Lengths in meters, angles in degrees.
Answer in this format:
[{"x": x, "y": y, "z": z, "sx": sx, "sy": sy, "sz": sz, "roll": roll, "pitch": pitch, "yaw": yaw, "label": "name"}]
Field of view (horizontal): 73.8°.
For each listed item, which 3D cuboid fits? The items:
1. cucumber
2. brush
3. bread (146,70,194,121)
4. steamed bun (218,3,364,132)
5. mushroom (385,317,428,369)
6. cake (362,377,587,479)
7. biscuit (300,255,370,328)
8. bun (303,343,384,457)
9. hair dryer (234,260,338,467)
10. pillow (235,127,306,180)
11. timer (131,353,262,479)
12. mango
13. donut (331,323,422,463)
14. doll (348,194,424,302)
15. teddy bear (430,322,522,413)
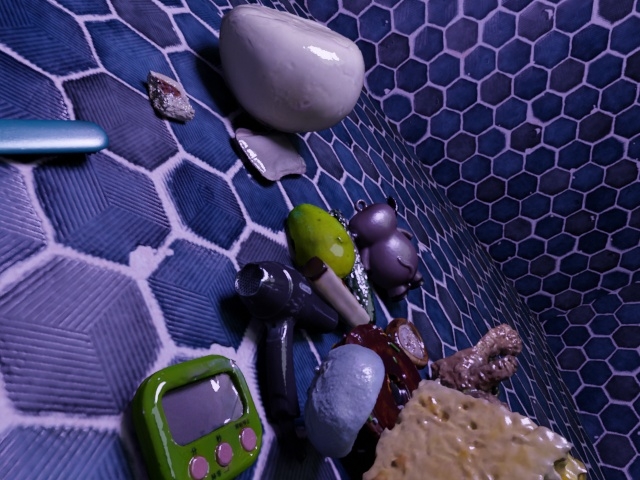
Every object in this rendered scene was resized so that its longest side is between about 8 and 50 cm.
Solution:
[{"x": 0.066, "y": 0.068, "z": 0.906, "sx": 0.067, "sy": 0.067, "sz": 0.294, "roll": 19, "pitch": 45, "yaw": -52, "label": "cucumber"}, {"x": -0.328, "y": -0.107, "z": 0.462, "sx": 0.193, "sy": 0.032, "sz": 0.043, "roll": -21, "pitch": 83, "yaw": -52, "label": "brush"}, {"x": -0.258, "y": -0.246, "z": 0.734, "sx": 0.070, "sy": 0.035, "sz": 0.083, "roll": 4, "pitch": 54, "yaw": -61, "label": "bread"}, {"x": -0.074, "y": -0.367, "z": 0.961, "sx": 0.333, "sy": 0.233, "sz": 0.312, "roll": 19, "pitch": 32, "yaw": -3, "label": "steamed bun"}, {"x": 0.191, "y": 0.232, "z": 0.949, "sx": 0.123, "sy": 0.052, "sz": 0.123, "roll": 35, "pitch": 31, "yaw": -24, "label": "mushroom"}, {"x": 0.209, "y": 0.365, "z": 0.539, "sx": 0.222, "sy": 0.227, "sz": 0.286, "roll": -50, "pitch": 126, "yaw": -26, "label": "cake"}, {"x": 0.031, "y": 0.101, "z": 0.766, "sx": 0.056, "sy": 0.052, "sz": 0.188, "roll": 33, "pitch": -14, "yaw": 48, "label": "biscuit"}, {"x": 0.022, "y": 0.196, "z": 0.534, "sx": 0.083, "sy": 0.141, "sz": 0.141, "roll": 23, "pitch": 25, "yaw": 8, "label": "bun"}, {"x": -0.040, "y": 0.177, "z": 0.617, "sx": 0.235, "sy": 0.091, "sz": 0.272, "roll": 41, "pitch": 40, "yaw": -51, "label": "hair dryer"}, {"x": -0.102, "y": -0.193, "z": 0.942, "sx": 0.131, "sy": 0.038, "sz": 0.232, "roll": 58, "pitch": 25, "yaw": -3, "label": "pillow"}, {"x": -0.125, "y": 0.190, "z": 0.447, "sx": 0.140, "sy": 0.047, "sz": 0.128, "roll": 3, "pitch": 59, "yaw": -60, "label": "timer"}, {"x": 0.001, "y": -0.001, "z": 0.832, "sx": 0.119, "sy": 0.100, "sz": 0.178, "roll": 6, "pitch": 48, "yaw": -56, "label": "mango"}, {"x": 0.094, "y": 0.257, "z": 0.704, "sx": 0.235, "sy": 0.089, "sz": 0.235, "roll": 42, "pitch": 28, "yaw": -28, "label": "donut"}, {"x": 0.154, "y": 0.015, "z": 1.038, "sx": 0.182, "sy": 0.117, "sz": 0.257, "roll": -33, "pitch": 89, "yaw": -23, "label": "doll"}, {"x": 0.382, "y": 0.340, "z": 0.965, "sx": 0.296, "sy": 0.246, "sz": 0.222, "roll": -7, "pitch": 43, "yaw": -31, "label": "teddy bear"}]
